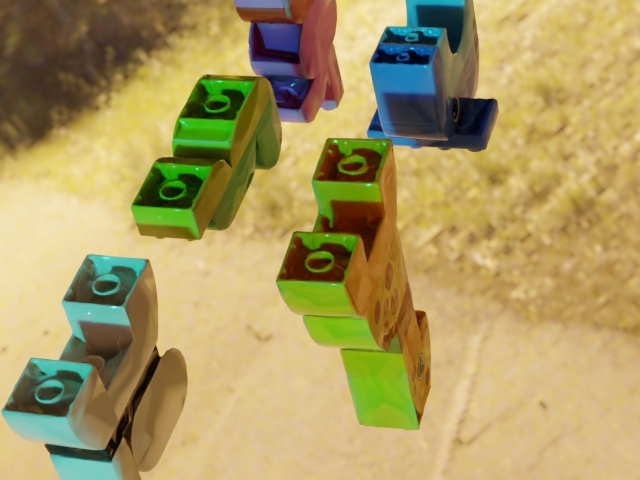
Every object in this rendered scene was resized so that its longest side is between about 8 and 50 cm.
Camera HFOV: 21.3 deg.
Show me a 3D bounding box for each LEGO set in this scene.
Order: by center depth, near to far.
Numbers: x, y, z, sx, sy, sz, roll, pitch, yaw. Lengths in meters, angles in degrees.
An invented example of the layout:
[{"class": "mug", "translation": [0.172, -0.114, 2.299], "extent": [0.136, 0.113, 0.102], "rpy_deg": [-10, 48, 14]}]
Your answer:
[{"class": "LEGO set", "translation": [0.000, 0.000, 0.510], "extent": [0.087, 0.093, 0.227], "rpy_deg": [4, 45, 20]}]
